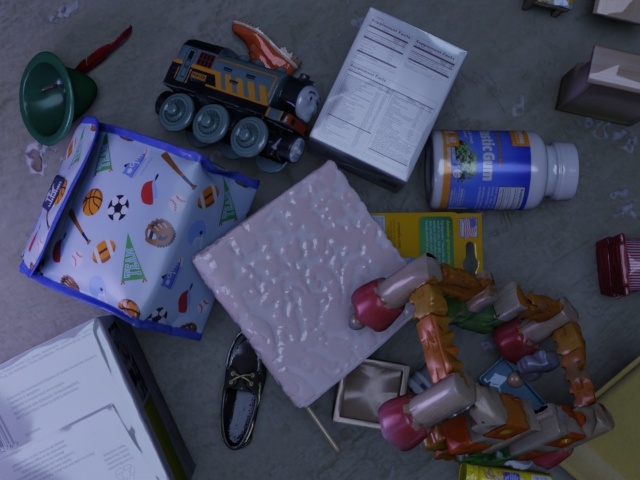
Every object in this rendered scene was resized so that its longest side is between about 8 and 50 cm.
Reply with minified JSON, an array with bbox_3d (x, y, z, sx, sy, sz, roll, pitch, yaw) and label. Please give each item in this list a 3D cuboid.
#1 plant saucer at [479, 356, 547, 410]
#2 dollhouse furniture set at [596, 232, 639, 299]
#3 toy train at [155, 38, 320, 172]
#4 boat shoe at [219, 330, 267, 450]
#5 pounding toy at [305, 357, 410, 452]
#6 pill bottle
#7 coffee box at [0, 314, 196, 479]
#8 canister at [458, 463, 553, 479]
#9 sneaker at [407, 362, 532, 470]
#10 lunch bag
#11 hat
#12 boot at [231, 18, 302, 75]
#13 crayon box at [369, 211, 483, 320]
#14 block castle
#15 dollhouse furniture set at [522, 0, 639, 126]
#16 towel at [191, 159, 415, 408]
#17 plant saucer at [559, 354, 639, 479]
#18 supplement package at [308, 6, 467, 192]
[{"bbox_3d":[0.393,0.316,1.928,0.067,0.018,0.192,-42,88,-3],"label":"plant saucer"},{"bbox_3d":[0.656,0.167,1.875,0.201,0.152,0.374,-6,87,-2],"label":"dollhouse furniture set"},{"bbox_3d":[-0.156,-0.252,1.847,0.334,0.142,0.190,21,87,29],"label":"toy train"},{"bbox_3d":[-0.146,0.284,1.890,0.081,0.068,0.227,6,87,-1],"label":"boat shoe"},{"bbox_3d":[0.050,0.306,1.880,0.206,0.094,0.181,10,86,-1],"label":"pounding toy"},{"bbox_3d":[0.340,-0.133,1.885,0.272,0.152,0.152,0,87,-1],"label":"pill bottle"},{"bbox_3d":[-0.446,0.351,1.746,0.338,0.334,0.338,-25,89,-4],"label":"coffee box"},{"bbox_3d":[0.348,0.491,1.889,0.170,0.073,0.126,8,87,-2],"label":"canister"},{"bbox_3d":[0.300,0.322,1.881,0.281,0.105,0.115,41,86,1],"label":"sneaker"},{"bbox_3d":[-0.361,-0.036,1.808,0.385,0.239,0.327,21,87,33],"label":"lunch bag"},{"bbox_3d":[-0.455,-0.287,1.938,0.208,0.184,0.173,-40,72,39],"label":"hat"},{"bbox_3d":[-0.122,-0.363,1.937,0.158,0.059,0.084,39,91,0],"label":"boot"},{"bbox_3d":[0.144,0.050,1.875,0.323,0.083,0.203,-1,89,-17],"label":"crayon box"},{"bbox_3d":[0.271,0.227,1.711,0.453,0.213,0.303,17,49,-39],"label":"block castle"},{"bbox_3d":[0.581,-0.441,1.858,0.362,0.256,0.394,13,86,-1],"label":"dollhouse furniture set"},{"bbox_3d":[-0.012,0.073,1.754,0.317,0.053,0.332,-38,101,-15],"label":"towel"},{"bbox_3d":[0.634,0.363,1.842,0.333,0.081,0.333,41,113,-5],"label":"plant saucer"},{"bbox_3d":[0.119,-0.255,1.863,0.198,0.199,0.262,25,86,0],"label":"supplement package"}]
